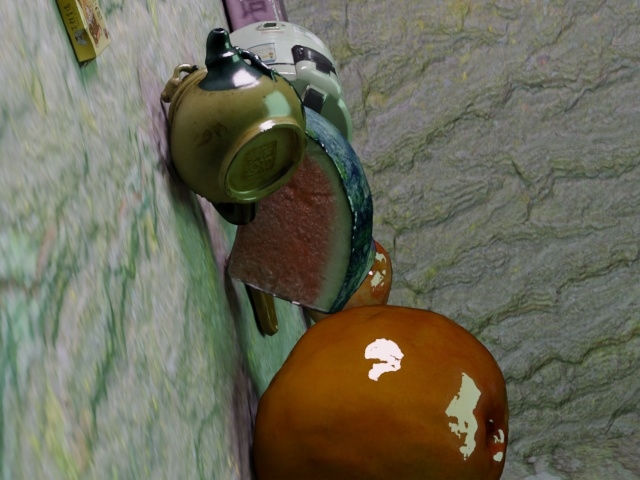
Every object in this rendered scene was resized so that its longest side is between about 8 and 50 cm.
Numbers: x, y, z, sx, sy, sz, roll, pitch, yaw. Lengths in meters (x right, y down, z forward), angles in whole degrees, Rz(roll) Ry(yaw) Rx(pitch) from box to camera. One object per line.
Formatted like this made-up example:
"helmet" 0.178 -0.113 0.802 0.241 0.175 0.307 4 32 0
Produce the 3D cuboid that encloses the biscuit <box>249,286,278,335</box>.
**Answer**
"biscuit" -0.095 0.076 1.550 0.118 0.023 0.140 64 14 -66

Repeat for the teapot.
"teapot" -0.118 -0.136 1.220 0.182 0.173 0.269 46 -32 28

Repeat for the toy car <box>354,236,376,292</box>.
"toy car" 0.000 0.000 1.674 0.172 0.158 0.235 -55 152 -16

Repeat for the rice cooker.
"rice cooker" -0.062 -0.194 1.480 0.244 0.226 0.226 -99 173 -54

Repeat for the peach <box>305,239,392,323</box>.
"peach" 0.054 0.106 2.155 0.214 0.214 0.236 68 16 -58

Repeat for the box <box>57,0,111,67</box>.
"box" -0.229 -0.238 0.915 0.073 0.020 0.149 -93 169 -66

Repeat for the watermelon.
"watermelon" -0.034 -0.032 1.338 0.148 0.226 0.318 -116 -173 -69

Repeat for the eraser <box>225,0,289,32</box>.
"eraser" -0.111 -0.402 2.135 0.272 0.122 0.359 -72 149 -84

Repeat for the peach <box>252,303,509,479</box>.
"peach" 0.088 0.249 1.272 0.343 0.301 0.343 1 90 -67
